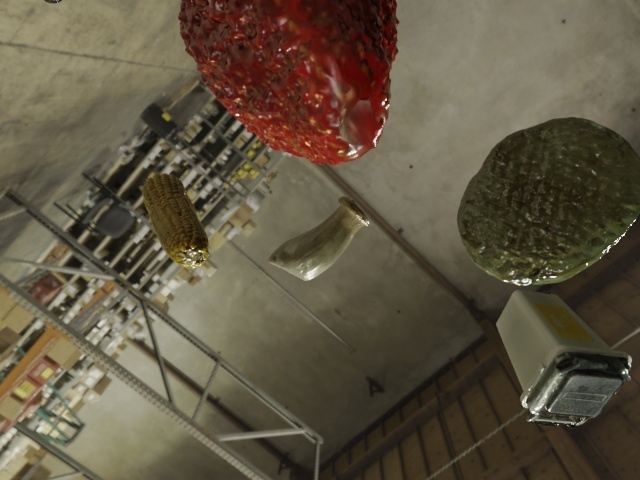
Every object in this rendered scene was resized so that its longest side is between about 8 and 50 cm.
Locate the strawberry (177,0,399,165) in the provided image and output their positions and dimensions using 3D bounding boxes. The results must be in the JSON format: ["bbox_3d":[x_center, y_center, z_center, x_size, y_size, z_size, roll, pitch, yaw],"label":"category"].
[{"bbox_3d":[-0.036,-0.214,0.469,0.261,0.261,0.258,-35,-151,48],"label":"strawberry"}]

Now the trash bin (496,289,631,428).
[{"bbox_3d":[0.714,0.355,1.402,0.368,0.256,0.296,-97,-164,-58],"label":"trash bin"}]

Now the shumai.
[{"bbox_3d":[0.544,-0.063,1.078,0.397,0.324,0.323,-50,149,11],"label":"shumai"}]

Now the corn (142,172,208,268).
[{"bbox_3d":[-0.306,-0.041,0.940,0.102,0.102,0.313,-46,-136,9],"label":"corn"}]

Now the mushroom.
[{"bbox_3d":[0.001,0.009,1.003,0.247,0.096,0.108,-38,-130,15],"label":"mushroom"}]

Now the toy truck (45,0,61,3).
[{"bbox_3d":[-0.193,-0.225,0.322,0.054,0.083,0.049,-12,-176,-10],"label":"toy truck"}]
